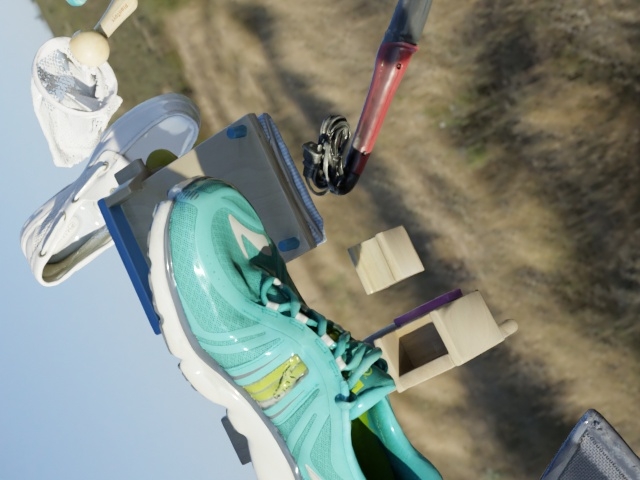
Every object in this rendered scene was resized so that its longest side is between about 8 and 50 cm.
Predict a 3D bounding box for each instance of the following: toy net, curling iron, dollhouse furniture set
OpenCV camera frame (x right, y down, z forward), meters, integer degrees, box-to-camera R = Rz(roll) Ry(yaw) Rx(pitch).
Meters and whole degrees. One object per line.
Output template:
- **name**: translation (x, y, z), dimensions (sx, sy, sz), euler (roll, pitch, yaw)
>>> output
- **toy net**: translation (-0.158, -0.163, 0.830), dimensions (0.122, 0.045, 0.232), euler (2, -83, -52)
- **curling iron**: translation (0.059, -0.159, 1.049), dimensions (0.035, 0.274, 0.068), euler (29, -175, 29)
- **dollhouse furniture set**: translation (0.000, 0.000, 1.125), dimensions (0.198, 0.286, 0.303), euler (-19, -99, -54)

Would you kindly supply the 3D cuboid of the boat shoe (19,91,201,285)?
- **boat shoe**: translation (-0.233, -0.049, 1.442), dimensions (0.098, 0.277, 0.096), euler (34, -163, -37)

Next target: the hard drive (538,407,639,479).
- **hard drive**: translation (0.131, 0.174, 0.446), dimensions (0.172, 0.054, 0.254), euler (51, 171, 30)

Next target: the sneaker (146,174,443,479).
- **sneaker**: translation (-0.007, 0.073, 0.778), dimensions (0.110, 0.107, 0.275), euler (-12, 117, 41)
